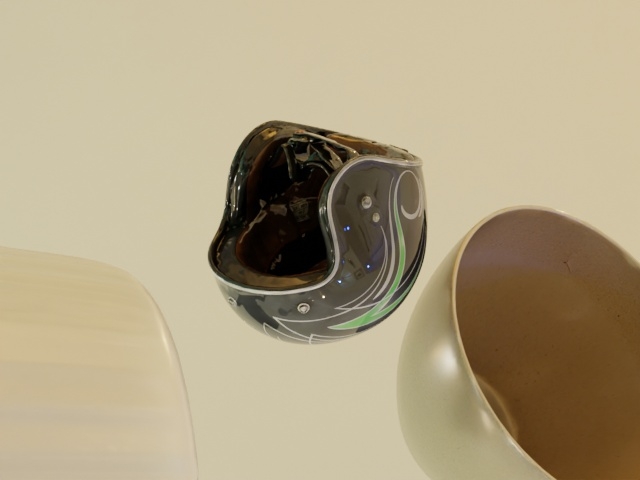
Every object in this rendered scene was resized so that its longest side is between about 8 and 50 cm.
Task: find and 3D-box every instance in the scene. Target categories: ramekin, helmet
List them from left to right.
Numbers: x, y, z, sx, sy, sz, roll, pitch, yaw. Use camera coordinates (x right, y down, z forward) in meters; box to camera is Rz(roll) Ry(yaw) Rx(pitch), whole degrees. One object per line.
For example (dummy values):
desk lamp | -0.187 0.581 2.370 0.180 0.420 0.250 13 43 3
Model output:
ramekin | -0.153 0.129 0.520 0.135 0.277 0.277 4 -135 -26
helmet | 0.000 0.000 0.936 0.169 0.169 0.161 21 -77 33

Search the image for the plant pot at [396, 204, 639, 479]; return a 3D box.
plant pot | 0.177 0.137 1.088 0.191 0.284 0.284 -42 -145 45
